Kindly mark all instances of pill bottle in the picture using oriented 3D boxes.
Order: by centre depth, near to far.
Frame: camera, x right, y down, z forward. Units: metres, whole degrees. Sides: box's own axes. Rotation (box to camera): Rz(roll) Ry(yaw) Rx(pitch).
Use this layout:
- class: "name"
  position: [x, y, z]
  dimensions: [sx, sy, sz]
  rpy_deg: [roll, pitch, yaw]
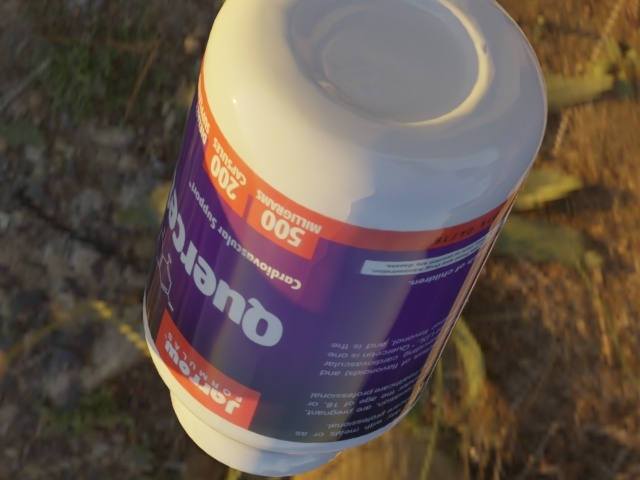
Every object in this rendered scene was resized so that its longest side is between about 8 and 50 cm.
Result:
- class: "pill bottle"
  position: [0.000, 0.000, 1.099]
  dimensions: [0.181, 0.181, 0.323]
  rpy_deg: [13, 140, -6]
